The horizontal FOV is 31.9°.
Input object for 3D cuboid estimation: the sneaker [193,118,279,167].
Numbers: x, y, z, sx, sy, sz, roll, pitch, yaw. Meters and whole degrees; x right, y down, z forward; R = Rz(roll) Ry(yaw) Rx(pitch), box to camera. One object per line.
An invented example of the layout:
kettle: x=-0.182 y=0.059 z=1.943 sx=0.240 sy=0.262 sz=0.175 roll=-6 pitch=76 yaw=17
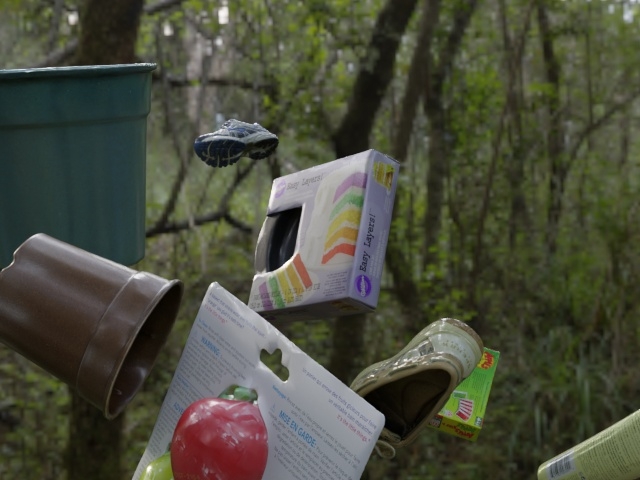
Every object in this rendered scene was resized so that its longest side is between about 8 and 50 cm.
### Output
sneaker: x=-0.126 y=-0.139 z=1.565 sx=0.135 sy=0.058 sz=0.052 roll=-7 pitch=-43 yaw=-43

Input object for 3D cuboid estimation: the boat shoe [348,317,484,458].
boat shoe: x=0.095 y=0.206 z=1.436 sx=0.285 sy=0.105 sz=0.089 roll=-53 pitch=-1 yaw=39

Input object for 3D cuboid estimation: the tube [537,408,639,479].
tube: x=0.374 y=0.257 z=1.364 sx=0.240 sy=0.070 sz=0.062 roll=-39 pitch=9 yaw=36

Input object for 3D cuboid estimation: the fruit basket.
fruit basket: x=-0.085 y=0.253 z=1.033 sx=0.165 sy=0.353 sz=0.327 roll=24 pitch=4 yaw=-36

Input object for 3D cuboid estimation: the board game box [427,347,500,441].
board game box: x=0.251 y=0.260 z=1.976 sx=0.092 sy=0.181 sz=0.043 roll=18 pitch=-45 yaw=7

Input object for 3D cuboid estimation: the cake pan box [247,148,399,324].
cake pan box: x=0.000 y=0.000 z=1.765 sx=0.070 sy=0.245 sz=0.267 roll=26 pitch=-23 yaw=-34

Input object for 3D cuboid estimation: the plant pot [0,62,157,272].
plant pot: x=-0.431 y=-0.122 z=1.877 sx=0.341 sy=0.334 sz=0.341 roll=-3 pitch=11 yaw=1

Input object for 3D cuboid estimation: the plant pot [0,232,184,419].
plant pot: x=-0.258 y=0.081 z=1.211 sx=0.165 sy=0.167 sz=0.167 roll=27 pitch=1 yaw=6
